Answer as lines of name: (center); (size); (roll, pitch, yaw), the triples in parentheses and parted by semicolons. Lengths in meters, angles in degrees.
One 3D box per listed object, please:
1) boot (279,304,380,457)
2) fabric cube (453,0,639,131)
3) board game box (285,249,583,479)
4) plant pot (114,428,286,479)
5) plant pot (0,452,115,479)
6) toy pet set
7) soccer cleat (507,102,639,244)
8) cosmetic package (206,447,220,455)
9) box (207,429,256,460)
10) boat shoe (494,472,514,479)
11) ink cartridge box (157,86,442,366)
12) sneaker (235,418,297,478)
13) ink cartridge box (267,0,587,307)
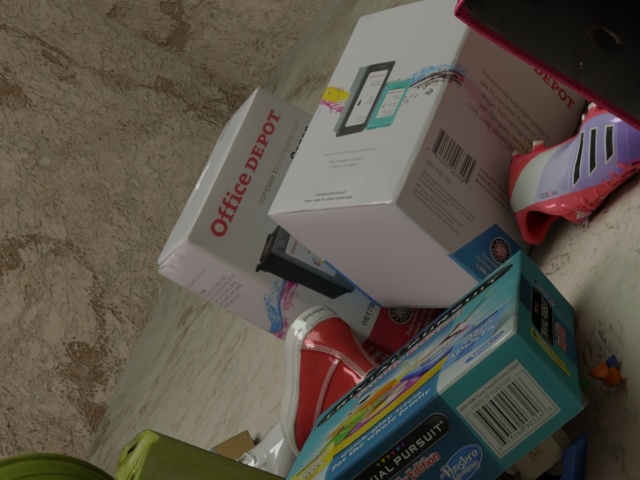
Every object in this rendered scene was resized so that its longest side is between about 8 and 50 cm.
boot: (0.040, 0.207, 1.608); (0.088, 0.176, 0.244); (-30, -39, -25)
fabric cube: (0.300, -0.275, 1.227); (0.254, 0.259, 0.258); (-50, 14, 44)
board game box: (0.089, 0.141, 1.207); (0.254, 0.079, 0.336); (-41, 2, 12)
plant pot: (-0.116, 0.333, 1.545); (0.276, 0.254, 0.276); (-56, 13, 20)
plant pot: (-0.359, 0.512, 2.025); (0.366, 0.366, 0.353); (-62, 23, -5)
toy pet set: (0.196, 0.160, 1.168); (0.122, 0.065, 0.114); (-44, -12, 21)
soccer cleat: (0.258, -0.067, 1.391); (0.248, 0.083, 0.095); (-27, 64, 61)
cosmetic package: (-0.172, 0.381, 1.856); (0.231, 0.117, 0.085); (-44, -4, -47)
box: (-0.178, 0.342, 2.088); (0.201, 0.021, 0.164); (-27, 12, -6)
boat shoe: (0.077, 0.273, 1.278); (0.257, 0.095, 0.095); (-49, -1, 21)
ink cartridge box: (0.000, 0.000, 1.710); (0.131, 0.306, 0.226); (-38, 26, 62)
sneaker: (-0.094, 0.308, 1.774); (0.235, 0.095, 0.090); (-62, 11, -7)
ink cartridge box: (0.118, -0.092, 1.567); (0.197, 0.198, 0.270); (-4, 54, 48)
